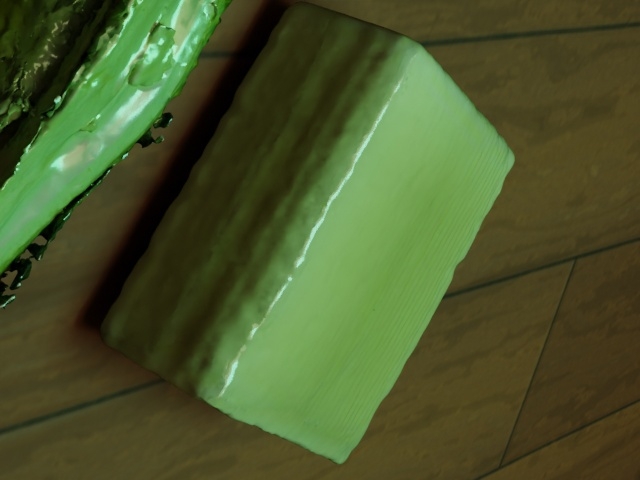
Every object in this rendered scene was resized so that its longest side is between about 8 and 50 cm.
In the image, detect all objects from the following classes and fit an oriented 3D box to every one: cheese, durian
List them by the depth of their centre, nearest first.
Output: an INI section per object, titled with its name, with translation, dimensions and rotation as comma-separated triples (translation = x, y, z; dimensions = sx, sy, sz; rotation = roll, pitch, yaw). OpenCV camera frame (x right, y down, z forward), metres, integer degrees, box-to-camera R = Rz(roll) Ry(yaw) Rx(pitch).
[durian]
translation = -0.115, -0.111, 0.943
dimensions = 0.375, 0.106, 0.132
rotation = -59, 149, -3
[cheese]
translation = 0.000, 0.000, 1.216
dimensions = 0.265, 0.124, 0.242
rotation = -61, 156, -4
